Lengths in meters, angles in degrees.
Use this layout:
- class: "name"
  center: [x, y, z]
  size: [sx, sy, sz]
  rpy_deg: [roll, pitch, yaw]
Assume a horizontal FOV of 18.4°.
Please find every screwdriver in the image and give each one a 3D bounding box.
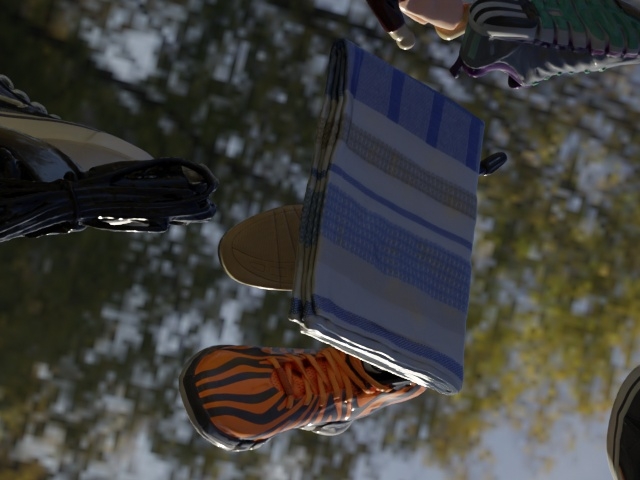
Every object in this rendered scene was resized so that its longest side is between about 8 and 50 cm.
- class: "screwdriver"
  center: [0.207, -0.089, 2.774]
  size: [0.024, 0.170, 0.025]
  rpy_deg: [-4, -73, 44]

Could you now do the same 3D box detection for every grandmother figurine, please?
- class: "grandmother figurine"
  center: [0.108, -0.380, 2.884]
  size: [0.104, 0.342, 0.208]
  rpy_deg: [-22, -112, 30]

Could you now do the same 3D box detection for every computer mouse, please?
- class: "computer mouse"
  center: [-0.202, -0.039, 1.232]
  size: [0.272, 0.188, 0.072]
  rpy_deg: [2, -82, 57]

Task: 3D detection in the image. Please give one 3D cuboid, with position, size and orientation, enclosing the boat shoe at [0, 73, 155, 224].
- class: "boat shoe"
  center: [-0.340, -0.129, 2.235]
  size: [0.158, 0.340, 0.127]
  rpy_deg: [-98, -151, -47]

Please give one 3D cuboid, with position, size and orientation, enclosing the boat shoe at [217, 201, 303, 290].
- class: "boat shoe"
  center: [0.000, 0.000, 2.361]
  size: [0.092, 0.285, 0.103]
  rpy_deg: [-12, -87, 63]

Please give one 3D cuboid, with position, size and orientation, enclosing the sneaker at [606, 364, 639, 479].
- class: "sneaker"
  center: [0.387, 0.292, 2.146]
  size: [0.127, 0.126, 0.321]
  rpy_deg: [-143, -132, -61]

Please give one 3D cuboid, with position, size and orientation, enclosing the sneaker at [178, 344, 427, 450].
- class: "sneaker"
  center: [-0.004, 0.139, 2.154]
  size: [0.180, 0.321, 0.125]
  rpy_deg: [-28, -104, 32]

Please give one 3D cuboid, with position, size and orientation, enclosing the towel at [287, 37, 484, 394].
- class: "towel"
  center: [0.068, -0.020, 1.763]
  size: [0.034, 0.209, 0.285]
  rpy_deg: [-17, -124, 44]

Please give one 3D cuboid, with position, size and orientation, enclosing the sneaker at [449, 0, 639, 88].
- class: "sneaker"
  center: [0.241, -0.197, 2.013]
  size: [0.083, 0.223, 0.098]
  rpy_deg: [-104, -152, -43]
